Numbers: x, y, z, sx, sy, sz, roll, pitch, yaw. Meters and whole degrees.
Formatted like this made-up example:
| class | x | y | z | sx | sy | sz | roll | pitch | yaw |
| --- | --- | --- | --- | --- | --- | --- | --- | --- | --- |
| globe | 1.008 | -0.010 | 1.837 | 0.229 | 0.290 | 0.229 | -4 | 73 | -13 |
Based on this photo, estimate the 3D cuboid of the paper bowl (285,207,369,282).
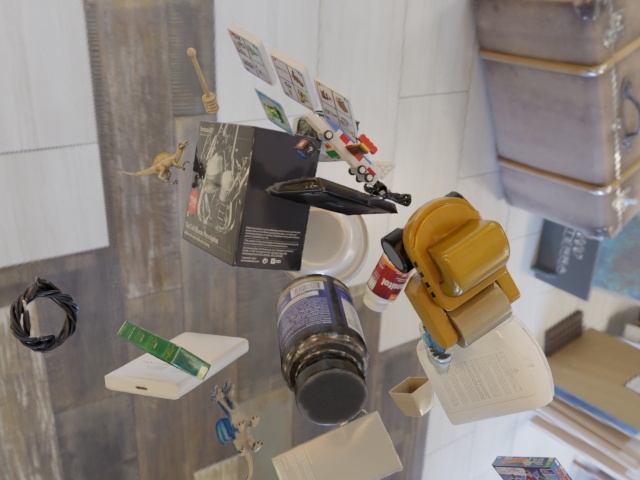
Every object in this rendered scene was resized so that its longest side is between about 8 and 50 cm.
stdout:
| class | x | y | z | sx | sy | sz | roll | pitch | yaw |
| --- | --- | --- | --- | --- | --- | --- | --- | --- | --- |
| paper bowl | 0.000 | 0.000 | 1.889 | 0.284 | 0.284 | 0.148 | -55 | 169 | -4 |

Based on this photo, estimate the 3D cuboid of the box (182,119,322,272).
| class | x | y | z | sx | sy | sz | roll | pitch | yaw |
| --- | --- | --- | --- | --- | --- | --- | --- | --- | --- |
| box | -0.177 | -0.117 | 1.549 | 0.179 | 0.343 | 0.312 | 6 | 97 | -33 |

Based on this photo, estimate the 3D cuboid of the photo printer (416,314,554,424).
| class | x | y | z | sx | sy | sz | roll | pitch | yaw |
| --- | --- | --- | --- | --- | --- | --- | --- | --- | --- |
| photo printer | 0.439 | 0.339 | 1.689 | 0.107 | 0.308 | 0.256 | -31 | 95 | -55 |

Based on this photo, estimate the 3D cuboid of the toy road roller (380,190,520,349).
| class | x | y | z | sx | sy | sz | roll | pitch | yaw |
| --- | --- | --- | --- | --- | --- | --- | --- | --- | --- |
| toy road roller | 0.291 | 0.068 | 1.311 | 0.203 | 0.240 | 0.329 | -33 | 102 | -9 |

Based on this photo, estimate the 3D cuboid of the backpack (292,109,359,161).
| class | x | y | z | sx | sy | sz | roll | pitch | yaw |
| --- | --- | --- | --- | --- | --- | --- | --- | --- | --- |
| backpack | 0.004 | -0.294 | 1.824 | 0.166 | 0.188 | 0.144 | 1 | 102 | -30 |

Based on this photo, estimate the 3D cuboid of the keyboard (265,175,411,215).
| class | x | y | z | sx | sy | sz | roll | pitch | yaw |
| --- | --- | --- | --- | --- | --- | --- | --- | --- | --- |
| keyboard | 0.062 | -0.079 | 1.153 | 0.317 | 0.202 | 0.033 | 8 | 82 | -61 |

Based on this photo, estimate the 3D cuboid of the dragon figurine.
| class | x | y | z | sx | sy | sz | roll | pitch | yaw |
| --- | --- | --- | --- | --- | --- | --- | --- | --- | --- |
| dragon figurine | -0.237 | 0.536 | 1.810 | 0.085 | 0.144 | 0.289 | -19 | 111 | -35 |

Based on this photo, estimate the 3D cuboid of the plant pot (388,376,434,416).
| class | x | y | z | sx | sy | sz | roll | pitch | yaw |
| --- | --- | --- | --- | --- | --- | --- | --- | --- | --- |
| plant pot | 0.310 | 0.518 | 2.113 | 0.109 | 0.109 | 0.096 | -25 | 97 | -38 |

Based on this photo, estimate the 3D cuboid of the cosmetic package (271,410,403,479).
| class | x | y | z | sx | sy | sz | roll | pitch | yaw |
| --- | --- | --- | --- | --- | --- | --- | --- | --- | --- |
| cosmetic package | 0.033 | 0.447 | 1.297 | 0.238 | 0.127 | 0.107 | -20 | 165 | -7 |

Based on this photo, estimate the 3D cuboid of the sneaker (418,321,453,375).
| class | x | y | z | sx | sy | sz | roll | pitch | yaw |
| --- | --- | --- | --- | --- | --- | --- | --- | --- | --- |
| sneaker | 0.294 | 0.276 | 1.656 | 0.072 | 0.190 | 0.082 | -5 | 117 | 3 |

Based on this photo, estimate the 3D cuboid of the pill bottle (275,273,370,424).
| class | x | y | z | sx | sy | sz | roll | pitch | yaw |
| --- | --- | --- | --- | --- | --- | --- | --- | --- | --- |
| pill bottle | 0.002 | 0.149 | 0.909 | 0.123 | 0.219 | 0.122 | -3 | 118 | -5 |

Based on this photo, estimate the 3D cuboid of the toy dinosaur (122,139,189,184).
| class | x | y | z | sx | sy | sz | roll | pitch | yaw |
| --- | --- | --- | --- | --- | --- | --- | --- | --- | --- |
| toy dinosaur | -0.407 | -0.186 | 1.664 | 0.183 | 0.092 | 0.053 | -32 | 157 | -11 |

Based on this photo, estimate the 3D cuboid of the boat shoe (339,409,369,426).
| class | x | y | z | sx | sy | sz | roll | pitch | yaw |
| --- | --- | --- | --- | --- | --- | --- | --- | --- | --- |
| boat shoe | 0.061 | 0.487 | 1.442 | 0.078 | 0.070 | 0.219 | 20 | 85 | -22 |

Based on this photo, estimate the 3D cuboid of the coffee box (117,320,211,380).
| class | x | y | z | sx | sy | sz | roll | pitch | yaw |
| --- | --- | --- | --- | --- | --- | --- | --- | --- | --- |
| coffee box | -0.327 | 0.230 | 1.348 | 0.040 | 0.184 | 0.113 | -61 | 140 | -17 |

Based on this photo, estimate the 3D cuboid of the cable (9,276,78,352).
| class | x | y | z | sx | sy | sz | roll | pitch | yaw |
| --- | --- | --- | --- | --- | --- | --- | --- | --- | --- |
| cable | -0.616 | 0.179 | 1.450 | 0.184 | 0.047 | 0.150 | 64 | 32 | -49 |

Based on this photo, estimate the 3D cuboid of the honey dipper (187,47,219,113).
| class | x | y | z | sx | sy | sz | roll | pitch | yaw |
| --- | --- | --- | --- | --- | --- | --- | --- | --- | --- |
| honey dipper | -0.249 | -0.335 | 1.349 | 0.030 | 0.030 | 0.160 | -39 | 146 | -17 |

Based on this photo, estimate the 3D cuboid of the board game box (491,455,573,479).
| class | x | y | z | sx | sy | sz | roll | pitch | yaw |
| --- | --- | --- | --- | --- | --- | --- | --- | --- | --- |
| board game box | 0.549 | 0.610 | 1.629 | 0.035 | 0.201 | 0.136 | -41 | 97 | -32 |

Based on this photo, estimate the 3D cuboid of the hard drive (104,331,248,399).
| class | x | y | z | sx | sy | sz | roll | pitch | yaw |
| --- | --- | --- | --- | --- | --- | --- | --- | --- | --- |
| hard drive | -0.340 | 0.297 | 1.567 | 0.307 | 0.203 | 0.040 | -24 | 114 | -64 |

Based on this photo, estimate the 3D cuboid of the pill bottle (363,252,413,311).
| class | x | y | z | sx | sy | sz | roll | pitch | yaw |
| --- | --- | --- | --- | --- | --- | --- | --- | --- | --- |
| pill bottle | 0.166 | 0.100 | 1.594 | 0.086 | 0.086 | 0.152 | 1 | 126 | -37 |

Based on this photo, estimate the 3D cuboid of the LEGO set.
| class | x | y | z | sx | sy | sz | roll | pitch | yaw |
| --- | --- | --- | --- | --- | --- | --- | --- | --- | --- |
| LEGO set | -0.003 | -0.158 | 0.798 | 0.060 | 0.182 | 0.244 | -49 | 156 | -12 |
